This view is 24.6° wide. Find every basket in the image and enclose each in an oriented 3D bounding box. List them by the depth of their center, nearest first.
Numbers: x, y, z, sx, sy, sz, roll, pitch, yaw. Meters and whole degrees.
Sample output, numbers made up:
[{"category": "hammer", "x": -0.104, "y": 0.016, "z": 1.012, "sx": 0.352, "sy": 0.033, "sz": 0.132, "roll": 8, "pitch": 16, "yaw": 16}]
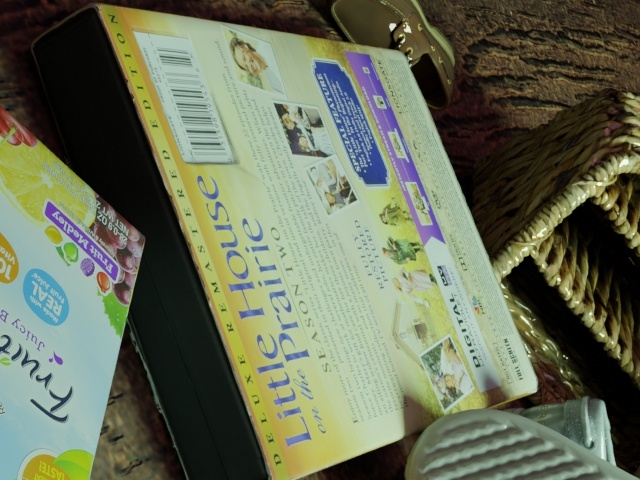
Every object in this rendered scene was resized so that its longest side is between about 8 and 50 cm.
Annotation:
[{"category": "basket", "x": 0.286, "y": 0.045, "z": 1.310, "sx": 0.299, "sy": 0.213, "sz": 0.223, "roll": 49, "pitch": 30, "yaw": -25}]

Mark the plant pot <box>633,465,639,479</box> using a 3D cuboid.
[{"category": "plant pot", "x": 0.362, "y": 0.237, "z": 1.201, "sx": 0.188, "sy": 0.205, "sz": 0.205, "roll": 48, "pitch": 29, "yaw": -2}]

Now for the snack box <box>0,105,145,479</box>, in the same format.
[{"category": "snack box", "x": -0.176, "y": 0.030, "z": 0.690, "sx": 0.174, "sy": 0.070, "sz": 0.207, "roll": 45, "pitch": 35, "yaw": -33}]

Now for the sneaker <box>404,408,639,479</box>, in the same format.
[{"category": "sneaker", "x": 0.221, "y": 0.238, "z": 0.985, "sx": 0.366, "sy": 0.135, "sz": 0.150, "roll": 36, "pitch": -14, "yaw": 11}]

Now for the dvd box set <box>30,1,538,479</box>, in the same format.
[{"category": "dvd box set", "x": 0.000, "y": 0.000, "z": 1.025, "sx": 0.420, "sy": 0.062, "sz": 0.307, "roll": -7, "pitch": 73, "yaw": -61}]

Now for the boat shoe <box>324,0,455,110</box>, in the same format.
[{"category": "boat shoe", "x": 0.067, "y": -0.173, "z": 1.281, "sx": 0.178, "sy": 0.064, "sz": 0.060, "roll": 35, "pitch": 37, "yaw": -46}]

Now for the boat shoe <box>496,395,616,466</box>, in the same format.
[{"category": "boat shoe", "x": 0.222, "y": 0.259, "z": 1.123, "sx": 0.320, "sy": 0.103, "sz": 0.118, "roll": 64, "pitch": 26, "yaw": -18}]
